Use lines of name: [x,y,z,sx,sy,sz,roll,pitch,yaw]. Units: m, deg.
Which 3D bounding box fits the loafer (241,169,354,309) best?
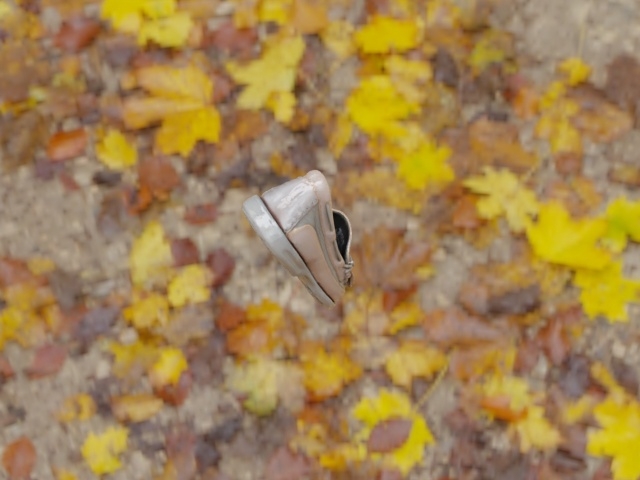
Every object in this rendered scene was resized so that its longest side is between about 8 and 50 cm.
loafer: [0.000,0.000,0.755,0.039,0.125,0.045,-36,71,2]
